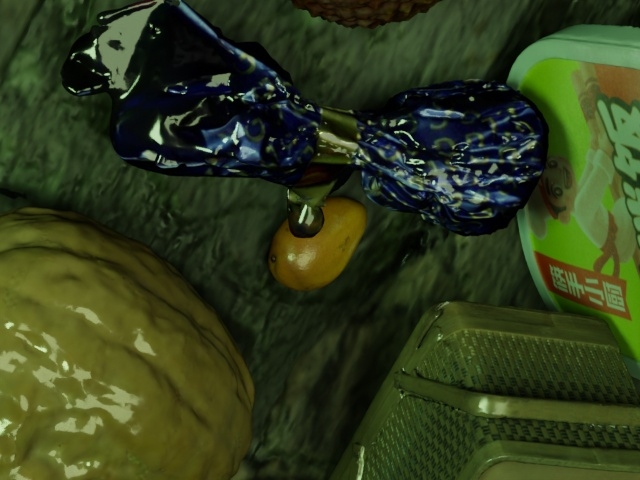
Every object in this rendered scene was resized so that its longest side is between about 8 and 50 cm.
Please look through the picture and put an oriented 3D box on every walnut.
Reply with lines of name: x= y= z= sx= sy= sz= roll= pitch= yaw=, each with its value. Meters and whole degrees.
walnut: x=-0.166 y=0.103 z=0.873 sx=0.224 sy=0.257 sz=0.257 roll=-35 pitch=117 yaw=26

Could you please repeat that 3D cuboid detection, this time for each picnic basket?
picnic basket: x=0.122 y=0.182 z=0.982 sx=0.165 sy=0.139 sz=0.267 roll=8 pitch=131 yaw=-22

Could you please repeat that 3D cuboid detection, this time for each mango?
mango: x=0.000 y=0.000 z=0.997 sx=0.089 sy=0.046 sz=0.060 roll=-38 pitch=113 yaw=-21

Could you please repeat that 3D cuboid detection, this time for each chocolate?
chocolate: x=-0.011 y=-0.075 z=0.928 sx=0.343 sy=0.126 sz=0.148 roll=10 pitch=105 yaw=-21

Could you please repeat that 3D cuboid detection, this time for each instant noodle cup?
instant noodle cup: x=0.342 y=-0.062 z=1.002 sx=0.307 sy=0.294 sz=0.294 roll=-19 pitch=109 yaw=-22

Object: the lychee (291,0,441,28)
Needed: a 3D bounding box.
lychee: x=0.031 y=-0.233 z=0.878 sx=0.194 sy=0.194 sz=0.195 roll=-5 pitch=105 yaw=-19
